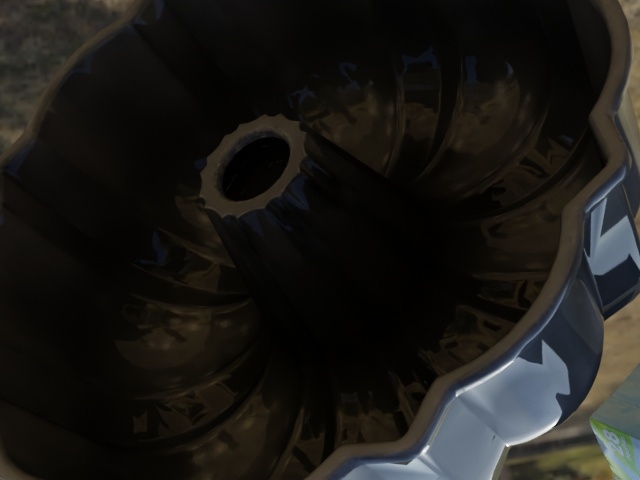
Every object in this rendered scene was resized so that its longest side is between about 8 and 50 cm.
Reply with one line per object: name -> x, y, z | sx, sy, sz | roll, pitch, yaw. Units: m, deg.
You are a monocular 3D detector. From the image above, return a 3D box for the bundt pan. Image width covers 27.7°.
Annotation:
bundt pan -> 0.000, 0.000, 0.589 | 0.331, 0.330, 0.124 | -17, 139, 24

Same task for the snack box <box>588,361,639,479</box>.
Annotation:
snack box -> 0.261, 0.173, 0.721 | 0.070, 0.207, 0.174 | -41, -145, -21
